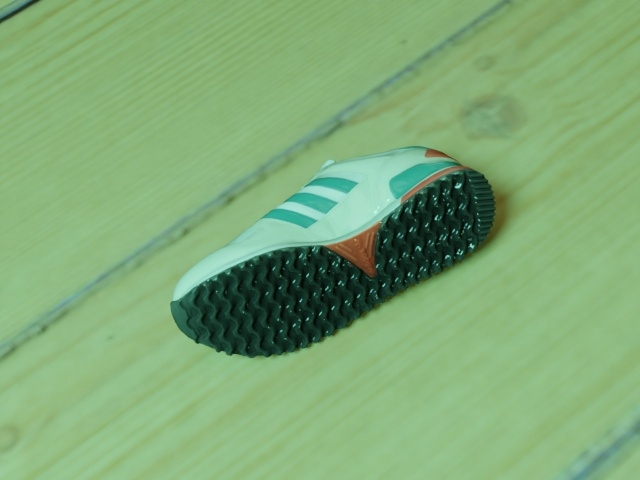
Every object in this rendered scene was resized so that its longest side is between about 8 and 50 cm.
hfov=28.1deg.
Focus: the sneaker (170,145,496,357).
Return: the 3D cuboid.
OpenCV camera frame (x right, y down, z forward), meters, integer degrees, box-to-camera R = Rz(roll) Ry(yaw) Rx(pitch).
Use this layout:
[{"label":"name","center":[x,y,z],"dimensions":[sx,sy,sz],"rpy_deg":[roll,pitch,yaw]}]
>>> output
[{"label":"sneaker","center":[0.000,0.000,0.618],"dimensions":[0.161,0.057,0.075],"rpy_deg":[-25,30,-9]}]
